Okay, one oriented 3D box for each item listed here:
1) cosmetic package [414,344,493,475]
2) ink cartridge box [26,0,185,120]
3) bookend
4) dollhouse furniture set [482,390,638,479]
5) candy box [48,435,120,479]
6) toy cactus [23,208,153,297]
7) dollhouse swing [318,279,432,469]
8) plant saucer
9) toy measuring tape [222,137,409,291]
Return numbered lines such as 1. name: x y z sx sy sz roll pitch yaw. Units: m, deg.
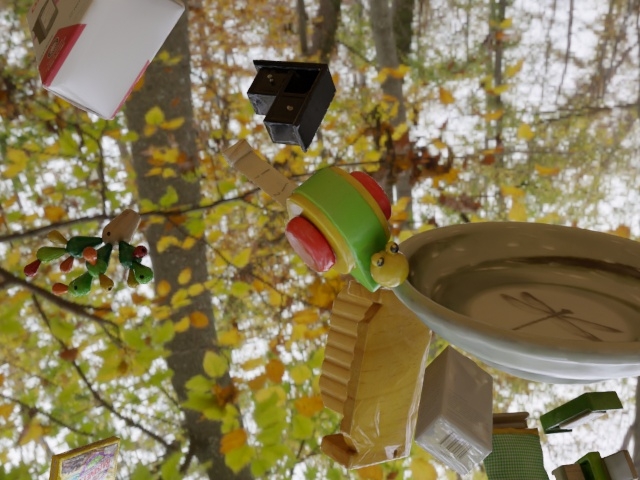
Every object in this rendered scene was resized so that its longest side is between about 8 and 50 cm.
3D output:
1. cosmetic package: 0.250 0.308 1.443 0.117 0.085 0.231 37 -154 -4
2. ink cartridge box: -0.362 -0.371 1.271 0.131 0.226 0.306 23 -159 -39
3. bookend: -0.074 -0.249 1.426 0.157 0.072 0.156 10 -122 25
4. dollhouse furniture set: 0.475 0.424 1.556 0.301 0.151 0.198 4 -121 -32
5. candy box: -0.503 0.489 1.662 0.027 0.105 0.206 11 -178 21
6. toy cactus: -0.354 0.012 1.252 0.219 0.112 0.180 0 -138 26
7. dollhouse swing: 0.051 0.250 1.650 0.305 0.347 0.315 12 -178 38
8. plant saucer: 0.277 0.082 0.948 0.400 0.101 0.400 2 -161 -1
9. toy measuring tape: -0.020 -0.057 0.893 0.121 0.121 0.330 -28 -130 -27
